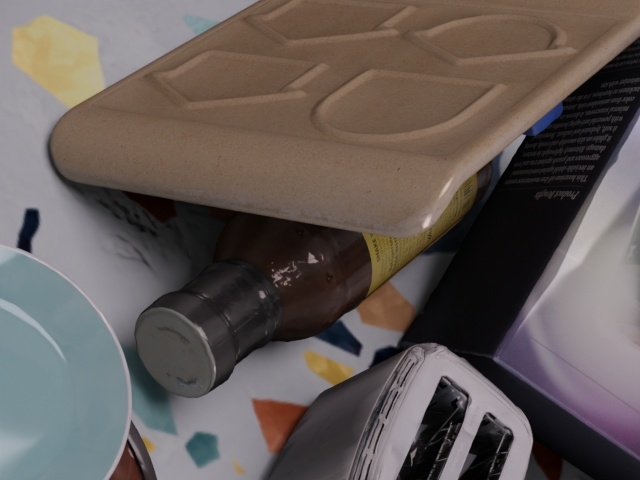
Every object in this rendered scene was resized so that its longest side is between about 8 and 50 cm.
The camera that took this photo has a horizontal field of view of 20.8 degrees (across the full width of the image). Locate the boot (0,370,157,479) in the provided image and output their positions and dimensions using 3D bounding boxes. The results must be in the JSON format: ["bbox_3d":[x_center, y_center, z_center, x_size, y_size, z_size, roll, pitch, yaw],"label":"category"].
[{"bbox_3d":[-0.255,0.141,0.981,0.264,0.096,0.280,48,46,-5],"label":"boot"}]

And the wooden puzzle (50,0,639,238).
[{"bbox_3d":[0.031,-0.103,1.258,0.348,0.322,0.080,-43,132,-43],"label":"wooden puzzle"}]

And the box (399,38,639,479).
[{"bbox_3d":[0.275,0.040,1.323,0.296,0.183,0.294,34,80,-17],"label":"box"}]

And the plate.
[{"bbox_3d":[-0.200,0.086,0.992,0.188,0.024,0.188,12,58,-20],"label":"plate"}]

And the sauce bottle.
[{"bbox_3d":[0.000,0.000,1.258,0.111,0.111,0.344,53,43,0],"label":"sauce bottle"}]

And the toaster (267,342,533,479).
[{"bbox_3d":[0.045,0.173,1.163,0.129,0.146,0.227,41,46,-10],"label":"toaster"}]
